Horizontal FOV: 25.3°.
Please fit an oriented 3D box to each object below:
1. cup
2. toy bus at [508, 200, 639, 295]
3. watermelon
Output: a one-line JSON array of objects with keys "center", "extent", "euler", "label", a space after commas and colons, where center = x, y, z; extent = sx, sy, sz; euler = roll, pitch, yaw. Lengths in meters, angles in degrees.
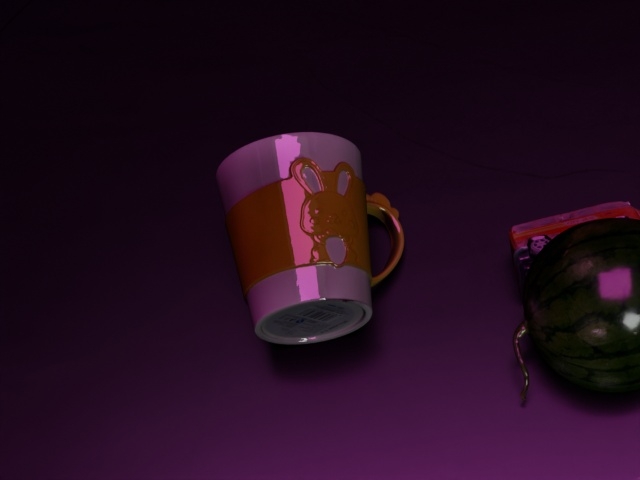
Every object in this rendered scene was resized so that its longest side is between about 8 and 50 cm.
[{"center": [0.000, 0.000, 1.750], "extent": [0.241, 0.185, 0.226], "euler": [4, 63, -26], "label": "cup"}, {"center": [0.316, 0.005, 1.740], "extent": [0.174, 0.079, 0.077], "euler": [-14, 36, 0], "label": "toy bus"}, {"center": [0.339, 0.077, 1.639], "extent": [0.232, 0.127, 0.204], "euler": [-7, 92, -2], "label": "watermelon"}]
